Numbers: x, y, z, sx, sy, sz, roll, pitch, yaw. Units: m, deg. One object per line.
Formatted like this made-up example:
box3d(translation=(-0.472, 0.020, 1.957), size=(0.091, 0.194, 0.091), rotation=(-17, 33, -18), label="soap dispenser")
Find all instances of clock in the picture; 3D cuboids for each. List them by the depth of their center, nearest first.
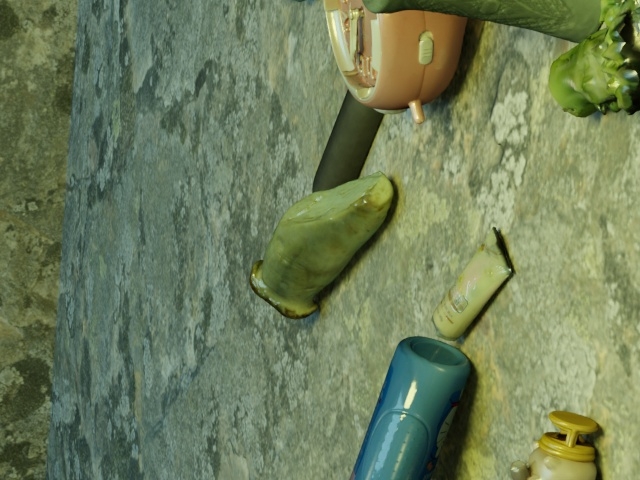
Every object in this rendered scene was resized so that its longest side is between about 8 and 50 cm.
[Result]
box3d(translation=(0.091, -0.254, 1.668), size=(0.227, 0.142, 0.241), rotation=(-122, 29, -55), label="clock")

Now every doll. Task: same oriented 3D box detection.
box3d(translation=(0.209, 0.222, 1.393), size=(0.073, 0.084, 0.127), rotation=(-145, 66, -66), label="doll")

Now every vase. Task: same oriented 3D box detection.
box3d(translation=(0.146, -0.236, 1.385), size=(0.096, 0.219, 0.096), rotation=(-178, 90, -69), label="vase")

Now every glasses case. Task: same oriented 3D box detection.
box3d(translation=(0.033, -0.125, 1.924), size=(0.072, 0.042, 0.191), rotation=(-99, 22, -43), label="glasses case")

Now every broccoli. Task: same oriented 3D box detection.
box3d(translation=(0.259, -0.159, 1.255), size=(0.304, 0.145, 0.165), rotation=(145, 113, -77), label="broccoli")

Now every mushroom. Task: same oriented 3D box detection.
box3d(translation=(-0.003, -0.002, 1.933), size=(0.087, 0.107, 0.333), rotation=(-53, -1, -33), label="mushroom")

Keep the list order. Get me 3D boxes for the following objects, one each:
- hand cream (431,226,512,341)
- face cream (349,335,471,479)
box3d(translation=(0.159, 0.053, 1.598), size=(0.143, 0.039, 0.061), rotation=(119, 148, -42), label="hand cream")
box3d(translation=(0.081, 0.239, 1.638), size=(0.149, 0.083, 0.264), rotation=(-32, -38, -73), label="face cream")
